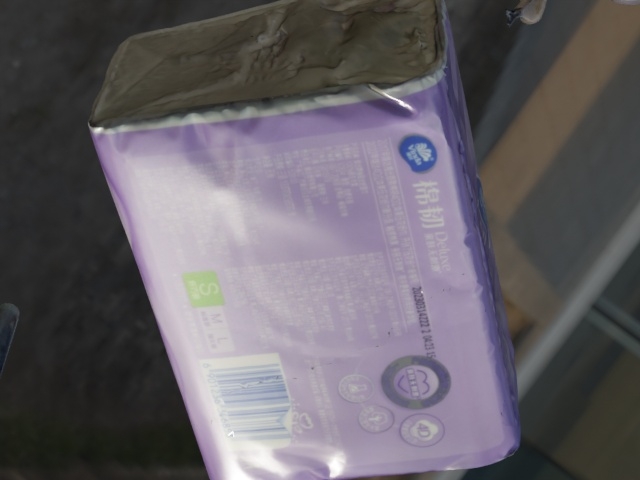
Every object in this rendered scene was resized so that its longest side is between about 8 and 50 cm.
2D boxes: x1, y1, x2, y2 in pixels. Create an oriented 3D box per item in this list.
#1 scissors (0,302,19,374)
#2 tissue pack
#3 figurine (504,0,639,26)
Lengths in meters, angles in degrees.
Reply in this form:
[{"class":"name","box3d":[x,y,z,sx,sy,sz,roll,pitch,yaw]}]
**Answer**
[{"class":"scissors","box3d":[-0.237,0.151,1.078,0.383,0.029,0.256,149,-39,-78]},{"class":"tissue pack","box3d":[0.000,0.000,1.220,0.160,0.242,0.338,-83,163,-55]},{"class":"figurine","box3d":[0.179,-0.225,1.211,0.229,0.137,0.112,-18,158,-33]}]
